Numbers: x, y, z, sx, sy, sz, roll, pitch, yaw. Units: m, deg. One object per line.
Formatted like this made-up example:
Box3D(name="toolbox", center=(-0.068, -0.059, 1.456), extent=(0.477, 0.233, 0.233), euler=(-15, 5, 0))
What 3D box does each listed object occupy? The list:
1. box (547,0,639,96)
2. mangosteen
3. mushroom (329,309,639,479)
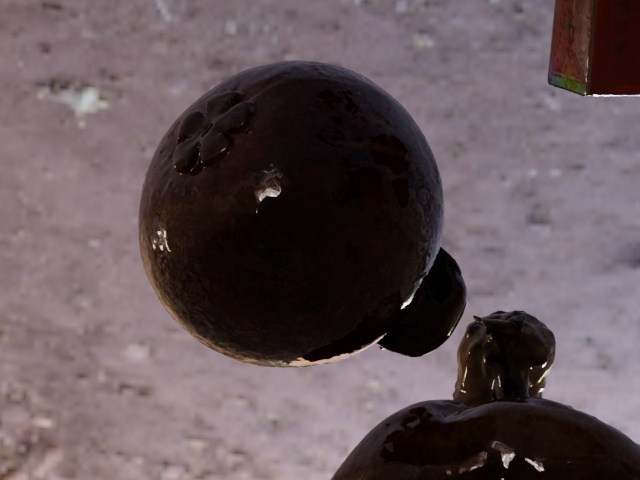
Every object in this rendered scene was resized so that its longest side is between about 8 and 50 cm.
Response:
Box3D(name="box", center=(0.215, -0.137, 0.994), extent=(0.175, 0.112, 0.048), euler=(-1, -166, -22))
Box3D(name="mangosteen", center=(0.000, 0.000, 1.231), extent=(0.215, 0.215, 0.257), euler=(-17, 136, 36))
Box3D(name="mushroom", center=(0.148, 0.206, 1.301), extent=(0.267, 0.254, 0.267), euler=(31, 141, 30))
